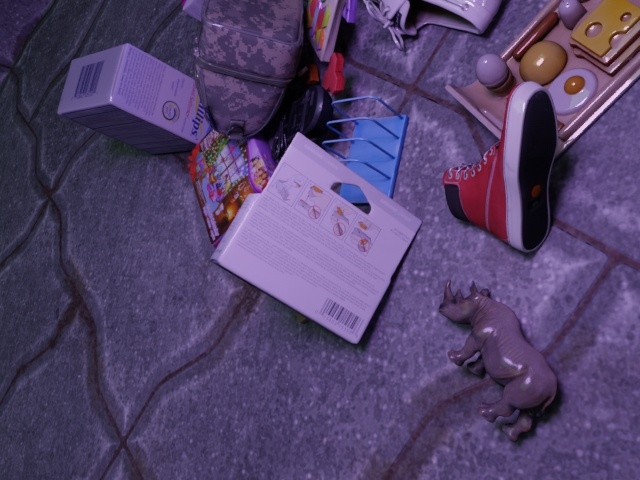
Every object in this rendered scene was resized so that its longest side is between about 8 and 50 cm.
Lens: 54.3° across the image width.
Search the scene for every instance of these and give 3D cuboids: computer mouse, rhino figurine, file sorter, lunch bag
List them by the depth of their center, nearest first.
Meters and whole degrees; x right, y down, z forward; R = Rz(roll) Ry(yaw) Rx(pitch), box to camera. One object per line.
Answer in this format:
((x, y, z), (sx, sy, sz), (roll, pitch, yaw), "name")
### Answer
((0.239, 0.146, 0.874), (0.106, 0.073, 0.243), (-46, 47, 24), "rhino figurine")
((0.068, -0.161, 1.131), (0.118, 0.105, 0.170), (2, 75, 43), "file sorter")
((-0.024, -0.272, 1.261), (0.262, 0.060, 0.183), (159, 121, -65), "computer mouse")
((-0.160, -0.395, 1.327), (0.256, 0.213, 0.305), (109, 165, -45), "lunch bag")

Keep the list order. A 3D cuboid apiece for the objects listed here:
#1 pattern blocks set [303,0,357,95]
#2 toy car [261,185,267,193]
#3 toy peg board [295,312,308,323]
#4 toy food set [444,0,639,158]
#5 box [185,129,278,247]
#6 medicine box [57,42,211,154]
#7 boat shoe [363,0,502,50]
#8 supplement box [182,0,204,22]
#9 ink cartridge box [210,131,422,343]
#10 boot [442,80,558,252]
((0.003, -0.454, 1.268), (0.325, 0.026, 0.285), (-125, 41, -59), "pattern blocks set")
((-0.071, -0.011, 1.093), (0.182, 0.136, 0.159), (-51, 2, -8), "toy car")
((-0.015, 0.042, 1.142), (0.161, 0.079, 0.161), (-33, 54, 28), "toy peg board")
((0.354, -0.287, 0.930), (0.306, 0.092, 0.219), (-48, 48, 18), "toy food set")
((-0.194, -0.147, 1.395), (0.201, 0.057, 0.293), (-42, 50, 21), "box")
((-0.436, -0.330, 1.526), (0.264, 0.289, 0.149), (4, 78, 43), "medicine box")
((0.159, -0.434, 1.154), (0.367, 0.136, 0.156), (26, 94, 35), "boat shoe")
((-0.250, -0.671, 1.623), (0.220, 0.114, 0.111), (-30, 56, 33), "supplement box")
((0.000, 0.000, 1.013), (0.238, 0.275, 0.060), (-61, 21, -11), "ink cartridge box")
((0.240, -0.117, 0.894), (0.176, 0.089, 0.244), (34, 141, 46), "boot")
